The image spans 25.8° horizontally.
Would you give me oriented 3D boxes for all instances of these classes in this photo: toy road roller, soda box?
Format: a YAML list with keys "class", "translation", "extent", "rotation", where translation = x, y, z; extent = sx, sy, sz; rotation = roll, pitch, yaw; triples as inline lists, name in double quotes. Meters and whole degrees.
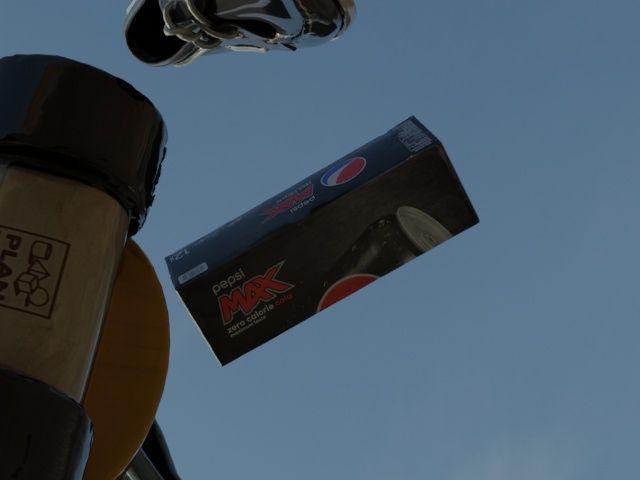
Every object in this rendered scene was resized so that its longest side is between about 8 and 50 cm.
- class: "toy road roller"
  translation: [-0.235, 0.036, 0.648]
  extent: [0.329, 0.240, 0.202]
  rotation: [14, -117, -8]
- class: "soda box"
  translation: [0.000, 0.000, 0.790]
  extent: [0.169, 0.053, 0.060]
  rotation: [-30, -67, -1]

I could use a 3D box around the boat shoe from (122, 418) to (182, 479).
- class: "boat shoe"
  translation: [-0.137, 0.089, 0.899]
  extent: [0.099, 0.319, 0.116]
  rotation: [-29, -28, 16]

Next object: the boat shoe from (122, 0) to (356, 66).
- class: "boat shoe"
  translation: [-0.047, -0.112, 0.693]
  extent: [0.065, 0.206, 0.075]
  rotation: [-43, -70, -13]
